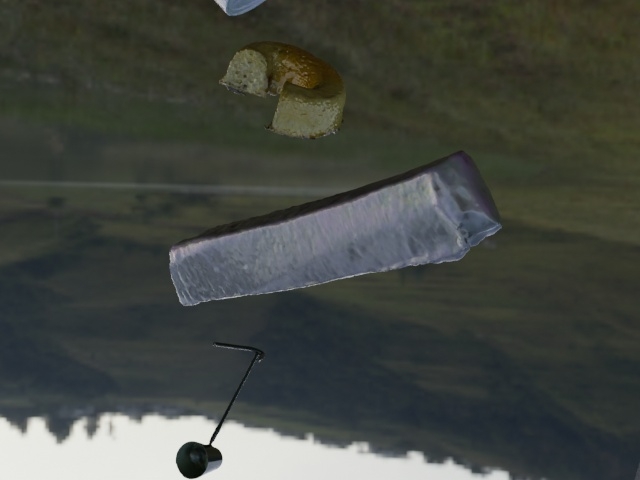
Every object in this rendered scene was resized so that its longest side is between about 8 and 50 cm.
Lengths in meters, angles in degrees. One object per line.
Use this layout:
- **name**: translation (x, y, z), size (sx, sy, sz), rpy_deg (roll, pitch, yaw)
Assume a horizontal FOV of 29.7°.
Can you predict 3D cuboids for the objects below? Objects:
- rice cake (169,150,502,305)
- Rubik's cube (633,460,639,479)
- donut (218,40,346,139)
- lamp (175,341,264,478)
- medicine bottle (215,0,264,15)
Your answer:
- **rice cake**: translation (0.000, 0.000, 0.967), size (0.056, 0.073, 0.365), rpy_deg (-30, -171, -41)
- **Rubik's cube**: translation (0.283, 0.241, 0.632), size (0.237, 0.238, 0.237), rpy_deg (24, 168, -1)
- **donut**: translation (-0.037, -0.207, 1.617), size (0.146, 0.078, 0.181), rpy_deg (-8, -142, -35)
- **lamp**: translation (-0.085, 0.151, 1.059), size (0.041, 0.121, 0.054), rpy_deg (20, 179, 24)
- **medicine bottle**: translation (-0.132, -0.381, 1.381), size (0.139, 0.225, 0.139), rpy_deg (-39, 173, -6)
